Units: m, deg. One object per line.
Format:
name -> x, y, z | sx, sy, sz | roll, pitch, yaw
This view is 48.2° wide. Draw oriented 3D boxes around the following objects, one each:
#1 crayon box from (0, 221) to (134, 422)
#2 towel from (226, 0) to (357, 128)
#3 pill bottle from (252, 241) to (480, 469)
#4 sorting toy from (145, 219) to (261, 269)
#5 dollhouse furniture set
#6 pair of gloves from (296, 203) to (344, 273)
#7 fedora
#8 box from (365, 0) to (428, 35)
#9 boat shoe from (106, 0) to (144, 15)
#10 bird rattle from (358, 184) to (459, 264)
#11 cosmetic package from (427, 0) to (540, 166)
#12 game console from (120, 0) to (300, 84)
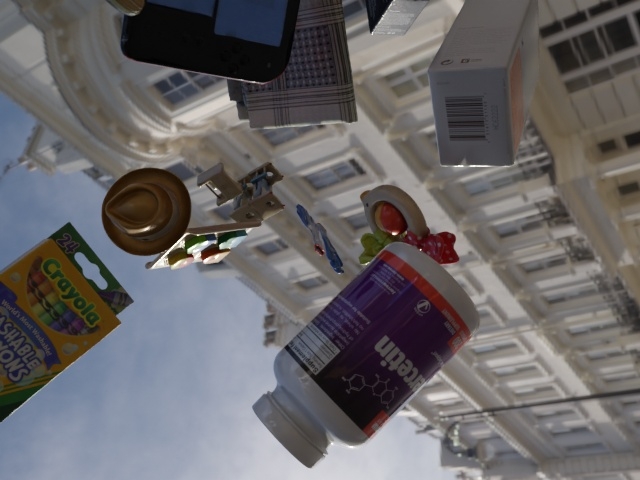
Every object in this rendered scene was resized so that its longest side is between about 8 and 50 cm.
crayon box -> -0.510, 0.140, 1.272 | 0.323, 0.083, 0.203 | -42, -72, -22
towel -> -0.085, -0.406, 1.596 | 0.056, 0.325, 0.312 | -42, -51, -52
pill bottle -> 0.061, 0.166, 1.022 | 0.323, 0.181, 0.181 | -45, -56, -7
sorting toy -> -0.252, 0.016, 1.550 | 0.193, 0.208, 0.038 | -9, -107, -45
dollhouse furniture set -> -0.190, -0.146, 1.747 | 0.183, 0.129, 0.129 | 47, -156, -37
pair of gloves -> 0.000, 0.000, 1.780 | 0.198, 0.023, 0.159 | 48, -164, -49
fedora -> -0.354, -0.061, 1.407 | 0.079, 0.195, 0.194 | 27, -129, -76
box -> 0.172, -0.580, 1.644 | 0.093, 0.158, 0.155 | -2, -105, -17
boat shoe -> -0.328, -0.429, 1.099 | 0.190, 0.072, 0.068 | 44, -151, -47
bird rattle -> 0.166, -0.019, 1.514 | 0.143, 0.253, 0.206 | -33, -71, -19
cosmetic package -> 0.377, -0.374, 1.586 | 0.453, 0.162, 0.230 | -61, -34, -46
game console -> -0.187, -0.508, 1.355 | 0.342, 0.060, 0.386 | 2, -75, -36
